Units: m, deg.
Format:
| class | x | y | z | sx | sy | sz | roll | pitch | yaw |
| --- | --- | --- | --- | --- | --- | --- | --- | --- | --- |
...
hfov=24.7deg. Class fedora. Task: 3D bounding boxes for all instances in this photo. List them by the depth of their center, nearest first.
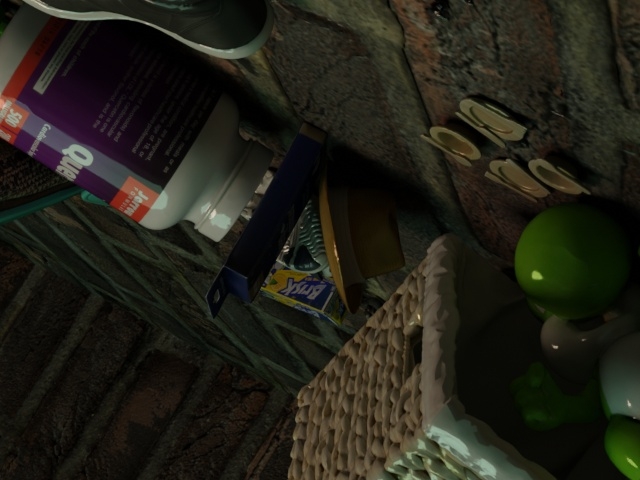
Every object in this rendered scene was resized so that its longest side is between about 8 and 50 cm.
| class | x | y | z | sx | sy | sz | roll | pitch | yaw |
| --- | --- | --- | --- | --- | --- | --- | --- | --- | --- |
| fedora | 0.053 | -0.009 | 1.670 | 0.079 | 0.194 | 0.194 | -10 | 156 | 9 |

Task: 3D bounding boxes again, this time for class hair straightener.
| class | x | y | z | sx | sy | sz | roll | pitch | yaw |
| --- | --- | --- | --- | --- | --- | --- | --- | --- | --- |
| hair straightener | 0.113 | 0.147 | 2.268 | 0.230 | 0.047 | 0.089 | 39 | 164 | -34 |

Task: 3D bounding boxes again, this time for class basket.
| class | x | y | z | sx | sy | sz | roll | pitch | yaw |
| --- | --- | --- | --- | --- | --- | --- | --- | --- | --- |
| basket | 0.165 | 0.236 | 1.467 | 0.331 | 0.266 | 0.328 | 35 | -154 | -15 |

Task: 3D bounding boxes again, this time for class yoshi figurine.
| class | x | y | z | sx | sy | sz | roll | pitch | yaw |
| --- | --- | --- | --- | --- | --- | --- | --- | --- | --- |
| yoshi figurine | 0.272 | 0.087 | 1.318 | 0.204 | 0.203 | 0.362 | 6 | -155 | -24 |

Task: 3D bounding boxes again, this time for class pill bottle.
| class | x | y | z | sx | sy | sz | roll | pitch | yaw |
| --- | --- | --- | --- | --- | --- | --- | --- | --- | --- |
| pill bottle | -0.220 | -0.134 | 1.654 | 0.323 | 0.181 | 0.181 | 32 | 167 | -8 |

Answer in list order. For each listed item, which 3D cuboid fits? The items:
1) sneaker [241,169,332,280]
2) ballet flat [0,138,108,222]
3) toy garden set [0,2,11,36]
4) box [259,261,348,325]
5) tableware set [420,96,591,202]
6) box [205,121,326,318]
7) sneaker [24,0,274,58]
| class | x | y | z | sx | sy | sz | roll | pitch | yaw |
| --- | --- | --- | --- | --- | --- | --- | --- | --- | --- |
| sneaker | 0.000 | 0.000 | 1.826 | 0.153 | 0.094 | 0.235 | 30 | -179 | -30 |
| ballet flat | -0.301 | -0.115 | 1.811 | 0.164 | 0.182 | 0.483 | -21 | 173 | 40 |
| toy garden set | -0.460 | -0.300 | 1.858 | 0.204 | 0.049 | 0.244 | 26 | 167 | 9 |
| box | -0.029 | 0.075 | 2.285 | 0.169 | 0.059 | 0.054 | 20 | 165 | 40 |
| tableware set | 0.171 | -0.080 | 1.362 | 0.141 | 0.020 | 0.169 | 32 | 166 | -10 |
| box | -0.059 | -0.012 | 1.655 | 0.037 | 0.225 | 0.136 | 29 | 167 | 6 |
| sneaker | -0.188 | -0.261 | 1.305 | 0.296 | 0.104 | 0.147 | 20 | 162 | 18 |
